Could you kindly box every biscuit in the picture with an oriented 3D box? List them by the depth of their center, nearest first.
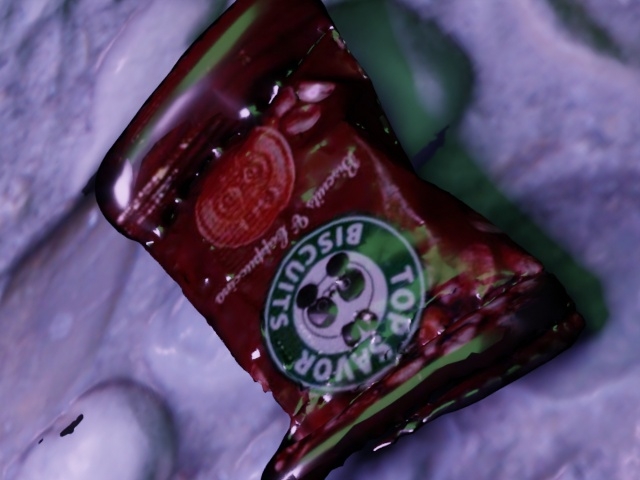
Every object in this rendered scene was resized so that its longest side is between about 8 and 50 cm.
[{"bbox_3d":[-0.005,0.004,0.749,0.151,0.063,0.235,-45,52,13],"label":"biscuit"}]
